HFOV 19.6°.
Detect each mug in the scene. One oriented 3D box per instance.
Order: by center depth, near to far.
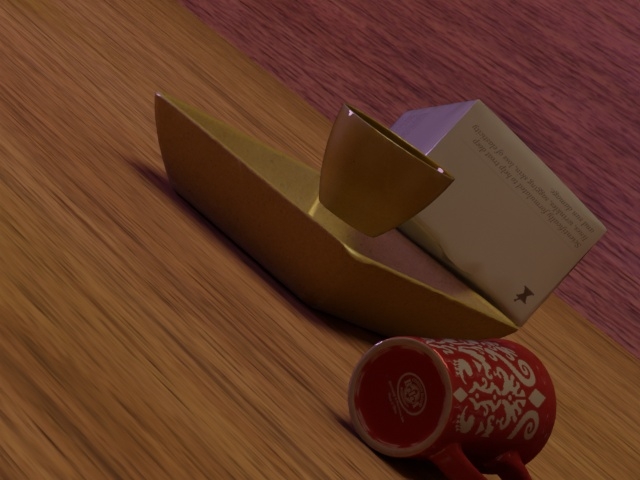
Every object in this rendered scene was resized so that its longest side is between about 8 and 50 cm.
[{"bbox_3d":[0.114,0.136,1.454,0.150,0.113,0.169,37,11,29],"label":"mug"}]

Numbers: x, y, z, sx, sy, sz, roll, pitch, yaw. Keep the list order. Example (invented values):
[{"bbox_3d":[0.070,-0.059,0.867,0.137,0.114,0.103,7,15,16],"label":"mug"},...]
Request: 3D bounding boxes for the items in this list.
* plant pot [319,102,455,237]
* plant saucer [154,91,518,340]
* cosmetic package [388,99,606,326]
[{"bbox_3d":[0.052,-0.060,1.847,0.134,0.095,0.134,34,7,-5],"label":"plant pot"},{"bbox_3d":[0.000,0.000,1.918,0.333,0.081,0.332,40,8,36],"label":"plant saucer"},{"bbox_3d":[0.160,-0.035,2.169,0.217,0.156,0.385,45,-7,-10],"label":"cosmetic package"}]
